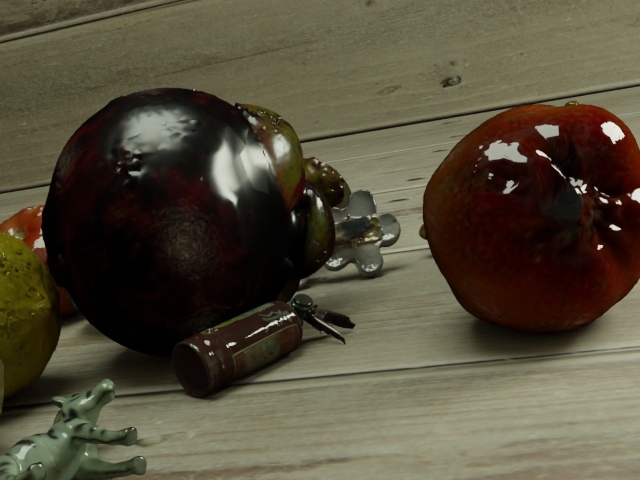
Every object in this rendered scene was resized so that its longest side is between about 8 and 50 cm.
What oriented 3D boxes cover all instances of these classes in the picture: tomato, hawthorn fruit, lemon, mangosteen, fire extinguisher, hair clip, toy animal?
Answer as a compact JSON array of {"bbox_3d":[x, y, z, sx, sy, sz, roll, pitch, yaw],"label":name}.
[{"bbox_3d":[-0.480,0.044,1.854,0.208,0.184,0.208,-17,48,19],"label":"tomato"},{"bbox_3d":[0.273,-0.022,1.293,0.295,0.295,0.311,-8,-11,16],"label":"hawthorn fruit"},{"bbox_3d":[-0.497,0.112,1.433,0.310,0.258,0.258,-12,10,32],"label":"lemon"},{"bbox_3d":[-0.188,-0.030,1.496,0.381,0.381,0.421,-1,8,41],"label":"mangosteen"},{"bbox_3d":[-0.065,0.136,1.371,0.252,0.106,0.075,-21,-23,-42],"label":"fire extinguisher"},{"bbox_3d":[0.001,0.001,1.710,0.257,0.146,0.075,-13,-9,14],"label":"hair clip"},{"bbox_3d":[-0.256,0.224,1.086,0.170,0.090,0.255,-12,9,22],"label":"toy animal"}]

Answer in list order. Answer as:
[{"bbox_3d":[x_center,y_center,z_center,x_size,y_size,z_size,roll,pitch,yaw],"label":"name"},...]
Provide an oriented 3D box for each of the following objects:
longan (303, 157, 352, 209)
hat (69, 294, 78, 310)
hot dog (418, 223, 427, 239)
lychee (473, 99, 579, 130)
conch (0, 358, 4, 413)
[{"bbox_3d":[-0.042,-0.046,1.847,0.220,0.197,0.196,-20,15,-29],"label":"longan"},{"bbox_3d":[-0.326,0.001,1.765,0.257,0.130,0.257,-29,-17,-10],"label":"hat"},{"bbox_3d":[0.236,-0.014,1.742,0.140,0.060,0.090,-12,7,15],"label":"hot dog"},{"bbox_3d":[0.322,-0.090,1.572,0.300,0.255,0.255,-44,24,-19],"label":"lychee"},{"bbox_3d":[-0.468,0.163,1.163,0.263,0.186,0.324,5,-10,-36],"label":"conch"}]
